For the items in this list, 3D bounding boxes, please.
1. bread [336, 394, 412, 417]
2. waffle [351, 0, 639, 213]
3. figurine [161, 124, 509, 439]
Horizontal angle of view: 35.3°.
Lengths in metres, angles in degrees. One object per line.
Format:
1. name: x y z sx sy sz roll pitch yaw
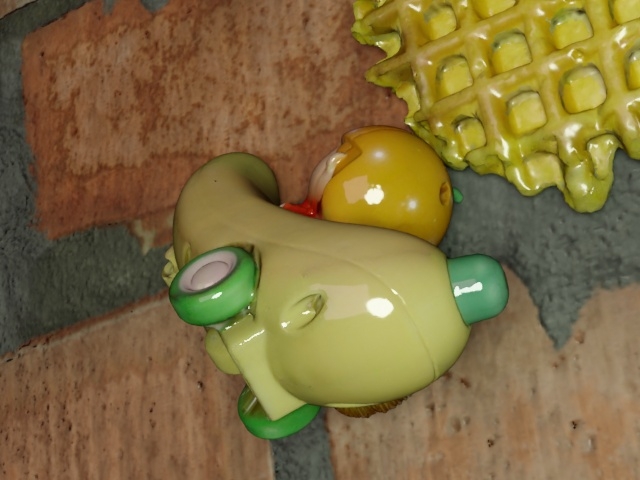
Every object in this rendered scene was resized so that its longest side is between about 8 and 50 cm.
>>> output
1. bread: 0.034 0.089 0.737 0.085 0.053 0.085 -13 54 18
2. waffle: 0.172 -0.186 0.711 0.312 0.060 0.307 -51 59 12
3. figurine: 0.000 0.000 0.708 0.222 0.124 0.324 -32 29 -6
